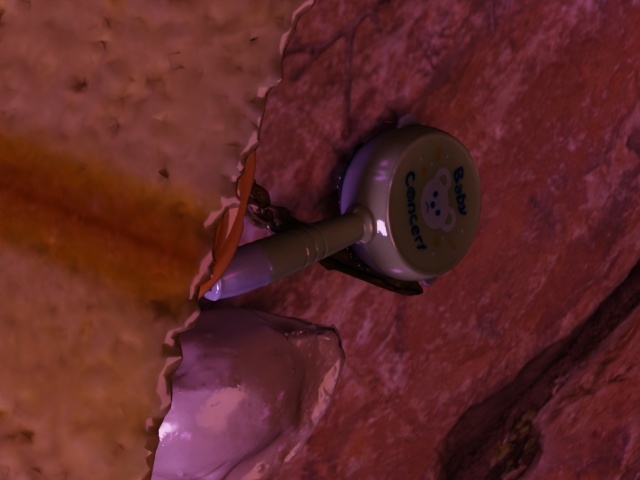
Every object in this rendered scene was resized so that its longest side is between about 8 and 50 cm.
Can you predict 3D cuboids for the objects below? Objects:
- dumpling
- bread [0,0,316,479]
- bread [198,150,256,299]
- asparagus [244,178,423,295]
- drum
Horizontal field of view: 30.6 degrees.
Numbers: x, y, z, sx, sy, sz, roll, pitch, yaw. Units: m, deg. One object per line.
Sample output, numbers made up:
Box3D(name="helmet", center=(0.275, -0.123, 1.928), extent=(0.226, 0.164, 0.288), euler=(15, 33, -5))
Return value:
Box3D(name="dumpling", center=(-0.077, 0.114, 0.809), extent=(0.199, 0.118, 0.136), euler=(-1, 115, -17))
Box3D(name="bread", center=(-0.214, -0.070, 0.401), extent=(0.361, 0.245, 0.233), euler=(19, 91, -16))
Box3D(name="bread", center=(-0.177, -0.023, 0.627), extent=(0.311, 0.121, 0.173), euler=(2, 112, -39))
Box3D(name="asparagus", center=(0.001, 0.000, 0.864), extent=(0.034, 0.027, 0.236), euler=(-43, 138, 17))
Box3D(name="drum", center=(0.025, 0.008, 0.834), extent=(0.253, 0.049, 0.130), euler=(-39, 120, -34))
